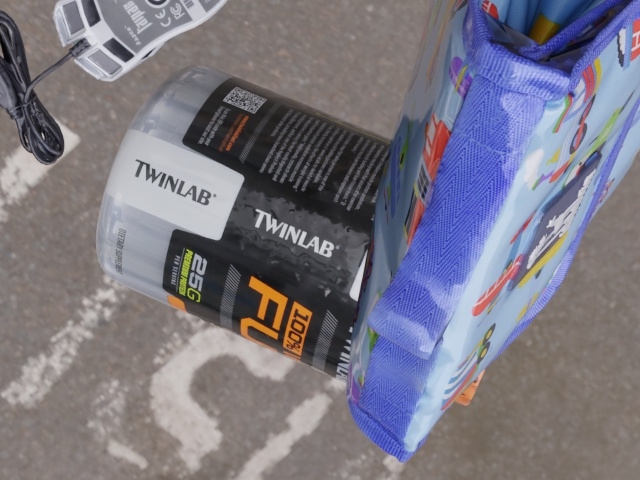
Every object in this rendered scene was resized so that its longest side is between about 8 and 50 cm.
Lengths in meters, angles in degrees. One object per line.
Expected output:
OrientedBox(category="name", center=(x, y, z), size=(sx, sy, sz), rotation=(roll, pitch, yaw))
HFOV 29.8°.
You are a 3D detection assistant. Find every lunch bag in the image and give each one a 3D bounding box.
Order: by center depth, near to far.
OrientedBox(category="lunch bag", center=(0.084, -0.057, 0.549), size=(0.293, 0.138, 0.221), rotation=(-56, 168, -43))

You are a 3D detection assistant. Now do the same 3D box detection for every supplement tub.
OrientedBox(category="supplement tub", center=(0.000, 0.000, 1.021), size=(0.207, 0.337, 0.207), rotation=(22, 90, -81))

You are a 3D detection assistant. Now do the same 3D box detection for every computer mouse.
OrientedBox(category="computer mouse", center=(-0.139, -0.145, 0.806), size=(0.193, 0.042, 0.106), rotation=(-37, 108, -13))
